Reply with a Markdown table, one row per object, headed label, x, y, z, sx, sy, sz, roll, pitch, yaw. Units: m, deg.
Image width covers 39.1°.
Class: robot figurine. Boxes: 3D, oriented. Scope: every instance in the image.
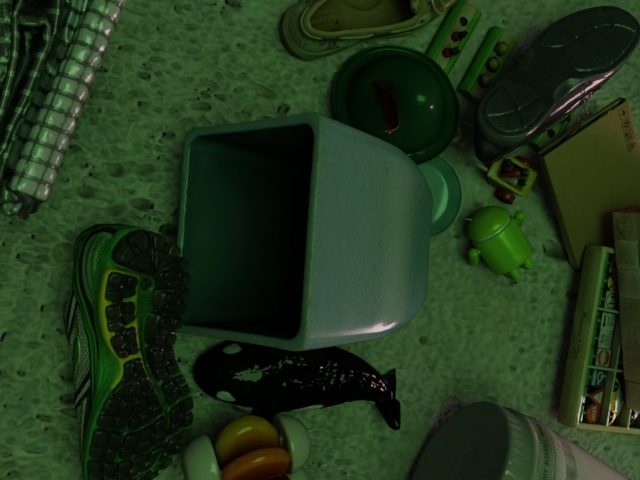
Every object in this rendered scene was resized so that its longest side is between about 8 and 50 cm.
| label | x | y | z | sx | sy | sz | roll | pitch | yaw |
| --- | --- | --- | --- | --- | --- | --- | --- | --- | --- |
| robot figurine | 0.252 | 0.000 | 1.268 | 0.101 | 0.067 | 0.115 | -39 | 104 | -6 |

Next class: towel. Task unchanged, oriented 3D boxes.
| label | x | y | z | sx | sy | sz | roll | pitch | yaw |
| --- | --- | --- | --- | --- | --- | --- | --- | --- | --- |
| towel | -0.314 | -0.146 | 0.940 | 0.121 | 0.283 | 0.235 | 21 | 84 | -19 |

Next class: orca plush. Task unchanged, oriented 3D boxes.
| label | x | y | z | sx | sy | sz | roll | pitch | yaw |
| --- | --- | --- | --- | --- | --- | --- | --- | --- | --- |
| orca plush | -0.013 | 0.192 | 1.158 | 0.287 | 0.102 | 0.151 | 26 | 83 | -19 |

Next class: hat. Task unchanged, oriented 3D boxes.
| label | x | y | z | sx | sy | sz | roll | pitch | yaw |
| --- | --- | --- | --- | --- | --- | --- | --- | --- | --- |
| hat | 0.115 | -0.198 | 1.114 | 0.172 | 0.183 | 0.209 | -10 | 72 | -12 |

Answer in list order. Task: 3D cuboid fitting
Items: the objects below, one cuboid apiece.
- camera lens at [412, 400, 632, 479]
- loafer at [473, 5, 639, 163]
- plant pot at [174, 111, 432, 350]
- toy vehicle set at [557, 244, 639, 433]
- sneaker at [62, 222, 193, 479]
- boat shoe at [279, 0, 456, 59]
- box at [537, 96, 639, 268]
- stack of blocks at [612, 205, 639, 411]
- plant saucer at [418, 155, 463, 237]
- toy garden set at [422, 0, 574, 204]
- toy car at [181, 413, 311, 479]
| label | x | y | z | sx | sy | sz | roll | pitch | yaw |
| --- | --- | --- | --- | --- | --- | --- | --- | --- | --- |
| camera lens | 0.286 | 0.367 | 1.213 | 0.274 | 0.219 | 0.219 | 33 | 81 | -18 |
| loafer | 0.315 | -0.214 | 1.236 | 0.302 | 0.095 | 0.109 | -39 | 73 | -21 |
| plant pot | 0.000 | 0.000 | 1.084 | 0.252 | 0.247 | 0.247 | 7 | 86 | -42 |
| toy vehicle set | 0.445 | 0.151 | 1.347 | 0.166 | 0.035 | 0.267 | 10 | 89 | -30 |
| sneaker | -0.234 | 0.141 | 1.073 | 0.134 | 0.146 | 0.344 | -4 | 108 | -40 |
| boat shoe | 0.087 | -0.313 | 1.183 | 0.285 | 0.089 | 0.105 | -29 | 101 | -17 |
| box | 0.406 | -0.082 | 1.317 | 0.164 | 0.021 | 0.201 | -33 | 119 | -15 |
| stack of blocks | 0.528 | 0.092 | 1.318 | 0.171 | 0.087 | 0.297 | -10 | 98 | -30 |
| plant saucer | 0.140 | -0.063 | 1.249 | 0.119 | 0.021 | 0.119 | 0 | 91 | -20 |
| toy garden set | 0.246 | -0.189 | 1.268 | 0.244 | 0.049 | 0.204 | 32 | 81 | -18 |
| toy car | -0.078 | 0.311 | 1.106 | 0.159 | 0.136 | 0.182 | -12 | 122 | -20 |
